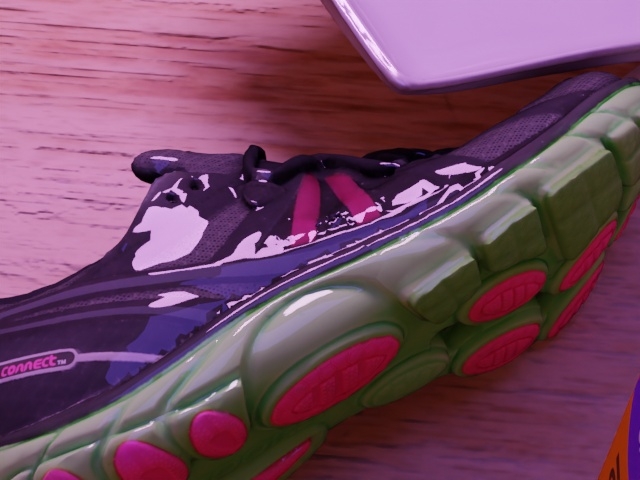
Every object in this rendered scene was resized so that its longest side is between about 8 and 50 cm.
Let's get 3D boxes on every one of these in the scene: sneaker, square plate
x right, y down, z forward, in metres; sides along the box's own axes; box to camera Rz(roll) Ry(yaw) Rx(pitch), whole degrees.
[{"bbox_3d":[0.000,0.000,0.872,0.482,0.185,0.202,-25,58,-24],"label":"sneaker"},{"bbox_3d":[0.103,-0.220,1.038,0.347,0.049,0.344,-11,50,-32],"label":"square plate"}]

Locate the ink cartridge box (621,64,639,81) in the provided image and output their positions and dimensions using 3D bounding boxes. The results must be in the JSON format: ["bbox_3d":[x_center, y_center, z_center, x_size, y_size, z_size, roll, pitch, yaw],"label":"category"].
[{"bbox_3d":[0.346,-0.090,1.072,0.189,0.066,0.232,-34,37,-28],"label":"ink cartridge box"}]

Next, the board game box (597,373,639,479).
[{"bbox_3d":[0.266,0.269,0.512,0.356,0.357,0.356,4,54,0],"label":"board game box"}]
